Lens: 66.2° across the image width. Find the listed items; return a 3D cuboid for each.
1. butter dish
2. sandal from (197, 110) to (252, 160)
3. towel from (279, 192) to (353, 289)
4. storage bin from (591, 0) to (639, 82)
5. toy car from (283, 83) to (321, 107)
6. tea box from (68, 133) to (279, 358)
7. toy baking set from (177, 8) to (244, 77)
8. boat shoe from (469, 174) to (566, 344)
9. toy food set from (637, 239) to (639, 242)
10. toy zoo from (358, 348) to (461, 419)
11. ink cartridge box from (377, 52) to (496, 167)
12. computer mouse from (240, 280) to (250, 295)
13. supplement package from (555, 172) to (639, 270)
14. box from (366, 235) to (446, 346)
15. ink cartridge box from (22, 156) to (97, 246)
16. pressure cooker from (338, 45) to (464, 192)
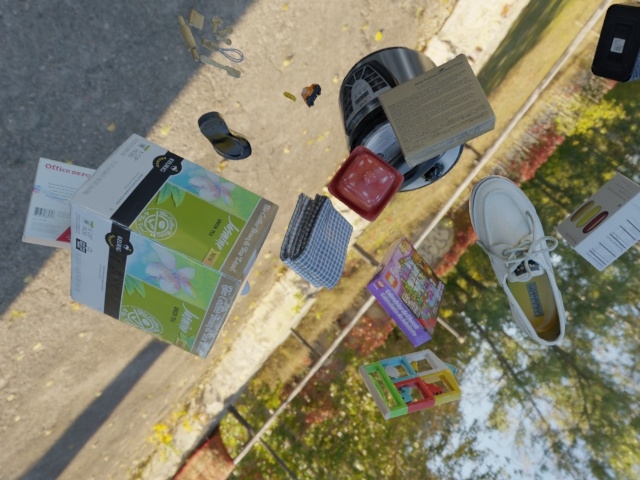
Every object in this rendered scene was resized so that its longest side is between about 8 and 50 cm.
[{"bbox_3d":[0.120,-0.154,1.259,0.160,0.160,0.118,-53,178,-3],"label":"butter dish"},{"bbox_3d":[-0.275,-0.283,1.422,0.097,0.054,0.254,-27,161,10],"label":"sandal"},{"bbox_3d":[0.000,0.000,1.715,0.235,0.121,0.283,40,60,-42],"label":"towel"},{"bbox_3d":[0.801,-0.515,1.273,0.084,0.122,0.180,-15,125,-21],"label":"storage bin"},{"bbox_3d":[-0.044,-0.355,1.161,0.122,0.041,0.060,-7,127,-63],"label":"toy car"},{"bbox_3d":[-0.304,0.026,1.005,0.329,0.324,0.220,120,-8,-47],"label":"tea box"},{"bbox_3d":[-0.360,-0.663,1.643,0.197,0.256,0.030,-14,171,-33],"label":"toy baking set"},{"bbox_3d":[0.403,0.045,0.986,0.136,0.367,0.156,-18,-174,11],"label":"boat shoe"},{"bbox_3d":[0.823,0.028,1.221,0.020,0.083,0.083,-43,-153,19],"label":"toy food set"},{"bbox_3d":[0.286,0.423,1.484,0.293,0.192,0.030,-8,123,-17],"label":"toy zoo"},{"bbox_3d":[0.291,-0.324,1.239,0.235,0.193,0.088,-23,164,14],"label":"ink cartridge box"},{"bbox_3d":[-0.304,0.101,1.626,0.106,0.193,0.042,-45,176,-46],"label":"computer mouse"},{"bbox_3d":[0.866,-0.055,1.471,0.244,0.134,0.139,-48,-161,20],"label":"supplement package"},{"bbox_3d":[0.240,0.125,1.323,0.057,0.201,0.293,-38,-176,29],"label":"box"},{"bbox_3d":[-0.581,-0.077,1.104,0.128,0.176,0.127,13,168,-30],"label":"ink cartridge box"},{"bbox_3d":[0.259,-0.359,1.559,0.376,0.420,0.369,-7,144,-1],"label":"pressure cooker"}]
